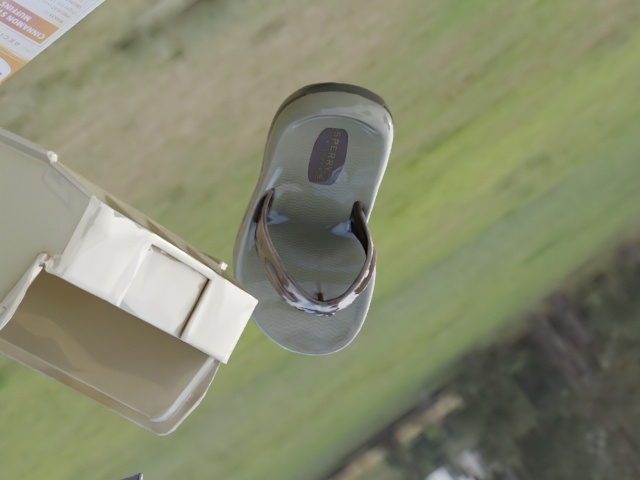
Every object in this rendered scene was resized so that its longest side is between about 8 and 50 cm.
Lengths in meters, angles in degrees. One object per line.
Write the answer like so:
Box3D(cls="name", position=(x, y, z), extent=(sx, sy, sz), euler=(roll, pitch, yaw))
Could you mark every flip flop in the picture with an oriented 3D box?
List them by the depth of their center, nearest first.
Box3D(cls="flip flop", position=(0.000, 0.000, 1.441), extent=(0.112, 0.080, 0.277), euler=(1, 141, -10))

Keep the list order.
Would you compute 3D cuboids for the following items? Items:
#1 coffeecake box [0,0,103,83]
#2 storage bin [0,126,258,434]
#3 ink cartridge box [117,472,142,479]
Box3D(cls="coffeecake box", position=(-0.128, -0.184, 0.939), extent=(0.185, 0.142, 0.068), euler=(-36, 143, 20))
Box3D(cls="storage bin", position=(-0.207, 0.002, 1.203), extent=(0.123, 0.260, 0.262), euler=(-63, 156, -5))
Box3D(cls="ink cartridge box", position=(-0.187, 0.343, 1.333), extent=(0.069, 0.370, 0.176), euler=(12, 165, -18))
